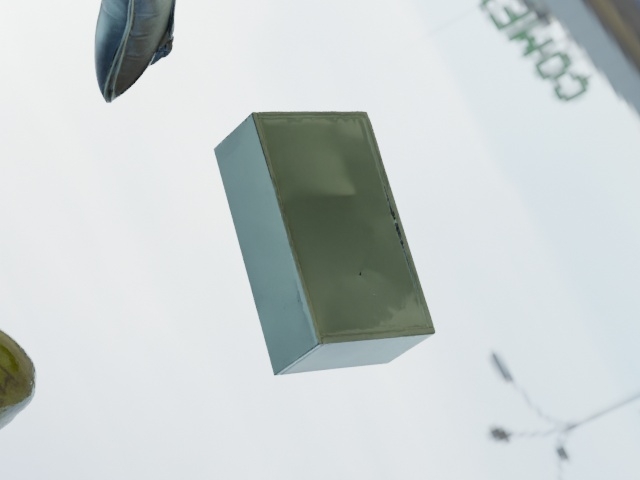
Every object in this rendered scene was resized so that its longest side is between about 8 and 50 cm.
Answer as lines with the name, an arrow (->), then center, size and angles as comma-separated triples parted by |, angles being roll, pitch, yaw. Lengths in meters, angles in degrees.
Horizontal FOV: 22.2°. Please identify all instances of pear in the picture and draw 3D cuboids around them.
pear -> -0.301, 0.116, 1.362 | 0.131, 0.107, 0.107 | 31, -146, -35

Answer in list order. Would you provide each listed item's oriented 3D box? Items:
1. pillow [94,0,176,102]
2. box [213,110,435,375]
pillow -> -0.132, -0.171, 1.166 | 0.055, 0.135, 0.091 | 34, -133, 19
box -> 0.000, 0.000, 1.481 | 0.129, 0.086, 0.225 | -3, -112, -35
